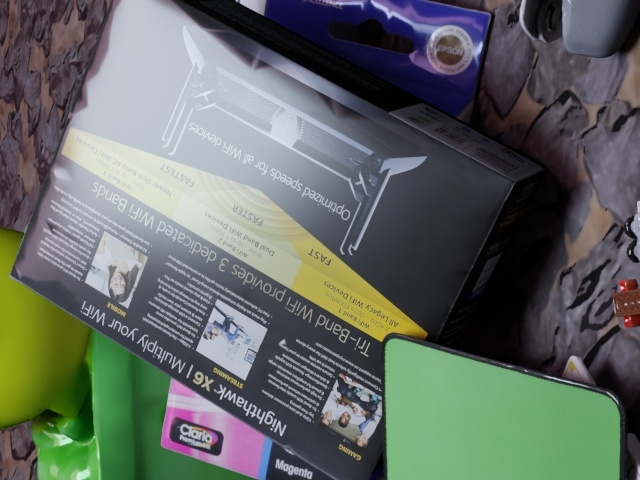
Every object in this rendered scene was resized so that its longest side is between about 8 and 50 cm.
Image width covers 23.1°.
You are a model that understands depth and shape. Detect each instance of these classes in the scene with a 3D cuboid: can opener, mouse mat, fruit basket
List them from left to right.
[{"bbox_3d":[-0.237,0.096,1.346,0.283,0.392,0.392,137,132,-61],"label":"fruit basket"},{"bbox_3d":[0.107,0.144,0.957,0.190,0.007,0.152,14,111,45],"label":"mouse mat"},{"bbox_3d":[0.178,-0.254,0.953,0.095,0.076,0.283,17,103,30],"label":"can opener"}]

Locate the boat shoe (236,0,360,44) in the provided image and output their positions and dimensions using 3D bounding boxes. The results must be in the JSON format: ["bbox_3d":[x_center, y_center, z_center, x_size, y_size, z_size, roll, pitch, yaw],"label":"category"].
[{"bbox_3d":[-0.066,-0.094,1.280,0.157,0.136,0.367,8,101,35],"label":"boat shoe"}]

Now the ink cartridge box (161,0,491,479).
[{"bbox_3d":[0.000,0.000,1.144,0.176,0.069,0.370,15,101,21],"label":"ink cartridge box"}]

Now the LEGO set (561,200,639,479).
[{"bbox_3d":[0.206,0.090,0.866,0.182,0.060,0.244,-115,28,-44],"label":"LEGO set"}]

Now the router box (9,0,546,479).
[{"bbox_3d":[-0.037,-0.011,1.075,0.309,0.081,0.242,30,110,16],"label":"router box"}]
